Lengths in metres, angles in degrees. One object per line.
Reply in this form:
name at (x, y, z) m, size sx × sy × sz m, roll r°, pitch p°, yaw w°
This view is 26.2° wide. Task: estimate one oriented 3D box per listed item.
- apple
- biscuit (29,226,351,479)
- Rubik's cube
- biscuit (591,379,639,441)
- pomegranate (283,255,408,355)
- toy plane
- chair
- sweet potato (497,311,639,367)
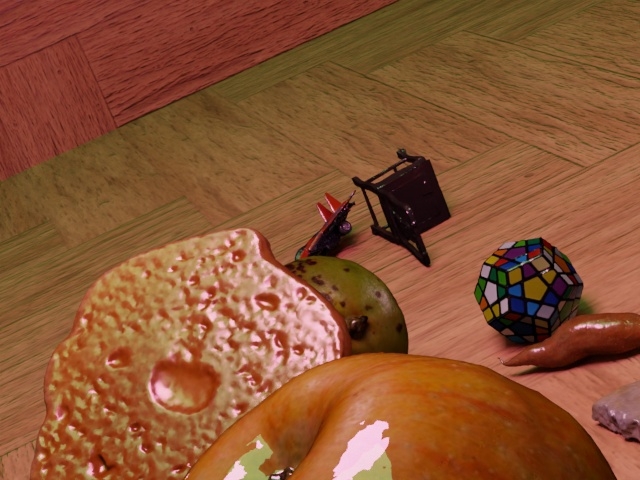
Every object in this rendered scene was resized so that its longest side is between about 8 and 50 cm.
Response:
apple at (0.049, 0.264, 1.079) m, size 0.400 × 0.333 × 0.400 m, roll -18°, pitch 21°, yaw 7°
biscuit at (-0.151, 0.190, 1.504) m, size 0.350 × 0.078 × 0.455 m, roll 10°, pitch 66°, yaw 18°
Rubik's cube at (0.255, 0.062, 1.680) m, size 0.133 × 0.133 × 0.112 m, roll -8°, pitch 50°, yaw 32°
biscuit at (0.397, 0.174, 1.381) m, size 0.133 × 0.032 × 0.250 m, roll -31°, pitch 23°, yaw -22°
pomegranate at (-0.007, 0.131, 1.666) m, size 0.211 × 0.211 × 0.263 m, roll -33°, pitch -5°, yaw -27°
toy plane at (0.003, 0.002, 2.134) m, size 0.130 × 0.061 × 0.189 m, roll -48°, pitch 14°, yaw 49°
chair at (0.144, -0.050, 2.073) m, size 0.113 × 0.106 × 0.229 m, roll -29°, pitch 23°, yaw -14°
sweet potato at (0.298, 0.117, 1.592) m, size 0.195 × 0.056 × 0.056 m, roll -19°, pitch 21°, yaw 20°
